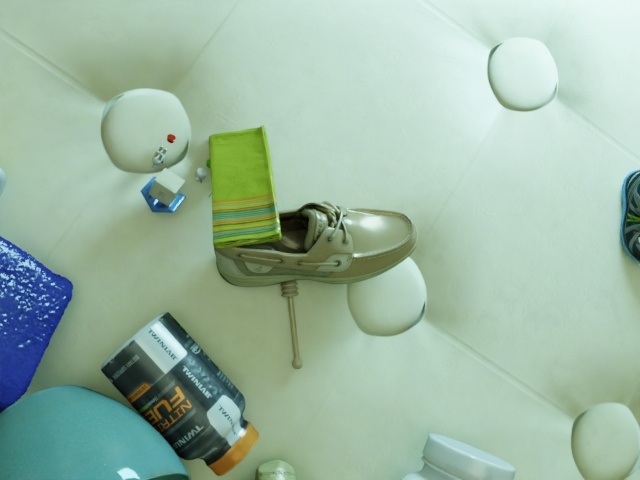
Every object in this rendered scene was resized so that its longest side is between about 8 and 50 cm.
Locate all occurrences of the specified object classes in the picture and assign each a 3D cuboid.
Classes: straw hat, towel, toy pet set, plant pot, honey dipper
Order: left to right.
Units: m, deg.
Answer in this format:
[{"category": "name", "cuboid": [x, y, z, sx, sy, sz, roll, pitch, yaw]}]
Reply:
[{"category": "towel", "cuboid": [-0.511, 0.076, 0.756, 0.308, 0.076, 0.228, 42, 44, -35]}, {"category": "plant pot", "cuboid": [-0.351, 0.317, 0.770, 0.290, 0.290, 0.195, -31, 63, -11]}, {"category": "toy pet set", "cuboid": [-0.233, -0.095, 0.937, 0.122, 0.065, 0.114, 33, 46, -8]}, {"category": "towel", "cuboid": [-0.125, -0.092, 0.897, 0.102, 0.021, 0.237, -8, 54, -4]}, {"category": "straw hat", "cuboid": [-0.072, 0.388, 0.904, 0.144, 0.145, 0.061, 4, 46, -9]}, {"category": "honey dipper", "cuboid": [-0.045, 0.136, 0.952, 0.030, 0.030, 0.161, -7, 88, -10]}]

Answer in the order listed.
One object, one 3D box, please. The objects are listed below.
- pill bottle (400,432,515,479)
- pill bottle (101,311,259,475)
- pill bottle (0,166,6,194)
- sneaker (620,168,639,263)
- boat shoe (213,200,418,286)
[{"category": "pill bottle", "cuboid": [0.185, 0.489, 0.878, 0.187, 0.188, 0.334, 22, 82, -7]}, {"category": "pill bottle", "cuboid": [-0.204, 0.239, 0.864, 0.130, 0.130, 0.246, -42, 93, -11]}, {"category": "pill bottle", "cuboid": [-0.594, -0.120, 0.836, 0.215, 0.117, 0.117, 35, 80, -5]}, {"category": "sneaker", "cuboid": [0.609, -0.043, 1.054, 0.067, 0.078, 0.188, -1, 86, -10]}, {"category": "boat shoe", "cuboid": [0.000, 0.000, 0.911, 0.340, 0.110, 0.122, -10, 59, -9]}]
